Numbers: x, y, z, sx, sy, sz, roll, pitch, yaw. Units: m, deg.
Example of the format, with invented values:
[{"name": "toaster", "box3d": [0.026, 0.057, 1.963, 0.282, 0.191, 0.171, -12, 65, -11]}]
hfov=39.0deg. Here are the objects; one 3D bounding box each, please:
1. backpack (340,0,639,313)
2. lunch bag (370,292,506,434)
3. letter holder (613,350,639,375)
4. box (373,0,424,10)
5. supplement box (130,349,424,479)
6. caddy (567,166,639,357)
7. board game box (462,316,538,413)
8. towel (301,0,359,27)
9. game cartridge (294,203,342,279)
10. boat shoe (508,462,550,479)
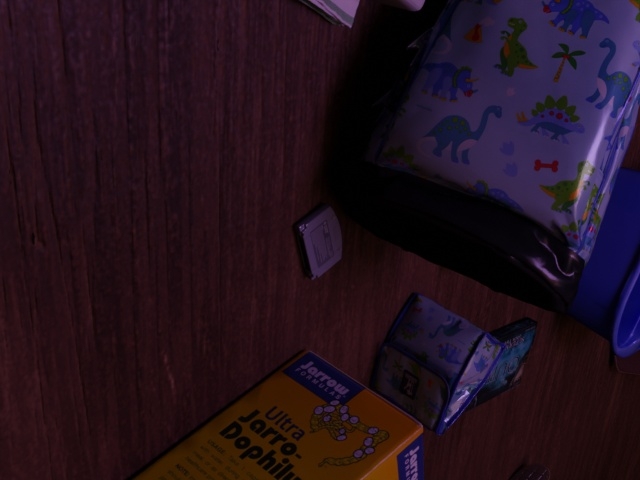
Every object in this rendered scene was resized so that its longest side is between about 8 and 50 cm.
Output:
[{"name": "backpack", "box3d": [0.215, -0.149, 0.977, 0.355, 0.290, 0.273, -59, 165, -14]}, {"name": "lunch bag", "box3d": [0.151, 0.167, 1.222, 0.096, 0.129, 0.151, 31, 90, -52]}, {"name": "letter holder", "box3d": [0.713, 0.130, 1.858, 0.152, 0.214, 0.302, -70, 157, -47]}, {"name": "box", "box3d": [-0.063, -0.318, 0.587, 0.345, 0.215, 0.168, 23, 95, -51]}, {"name": "supplement box", "box3d": [-0.068, 0.324, 1.014, 0.356, 0.195, 0.194, -34, 135, -32]}, {"name": "caddy", "box3d": [0.566, 0.035, 1.579, 0.241, 0.179, 0.341, 9, 106, -50]}, {"name": "board game box", "box3d": [0.285, 0.205, 1.486, 0.186, 0.026, 0.126, -13, 122, -44]}, {"name": "towel", "box3d": [0.029, -0.289, 0.867, 0.113, 0.023, 0.152, 13, 103, -61]}, {"name": "game cartridge", "box3d": [0.000, 0.000, 1.036, 0.056, 0.017, 0.083, -35, 136, -25]}, {"name": "boat shoe", "box3d": [0.386, 0.513, 1.774, 0.178, 0.064, 0.060, -51, 147, -3]}]
